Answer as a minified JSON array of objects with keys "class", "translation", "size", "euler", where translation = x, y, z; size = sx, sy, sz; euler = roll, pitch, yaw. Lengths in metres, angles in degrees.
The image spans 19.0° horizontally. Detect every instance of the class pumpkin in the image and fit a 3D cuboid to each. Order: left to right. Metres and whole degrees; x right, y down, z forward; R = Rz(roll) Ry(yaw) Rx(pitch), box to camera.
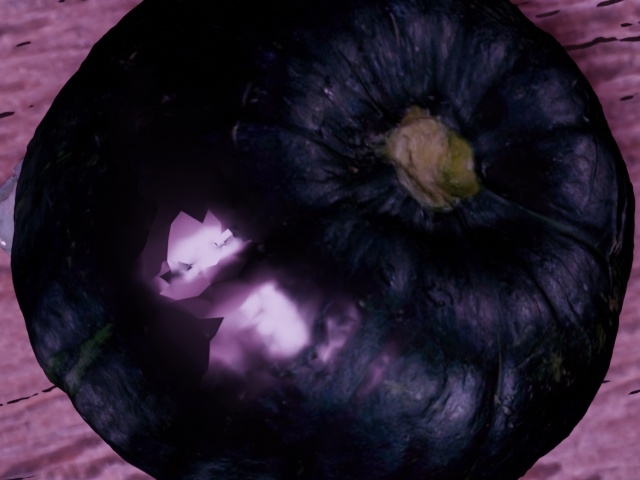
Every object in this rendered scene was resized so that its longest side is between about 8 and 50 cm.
[{"class":"pumpkin","translation":[0.000,0.000,0.942],"size":[0.315,0.315,0.238],"euler":[39,141,-2]}]

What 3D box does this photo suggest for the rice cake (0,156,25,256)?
[{"class":"rice cake","translation":[-0.085,0.020,1.086],"size":[0.124,0.038,0.211],"euler":[-41,94,15]}]
